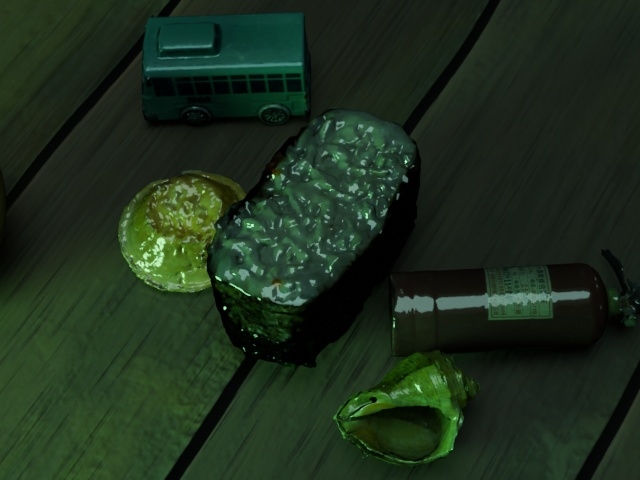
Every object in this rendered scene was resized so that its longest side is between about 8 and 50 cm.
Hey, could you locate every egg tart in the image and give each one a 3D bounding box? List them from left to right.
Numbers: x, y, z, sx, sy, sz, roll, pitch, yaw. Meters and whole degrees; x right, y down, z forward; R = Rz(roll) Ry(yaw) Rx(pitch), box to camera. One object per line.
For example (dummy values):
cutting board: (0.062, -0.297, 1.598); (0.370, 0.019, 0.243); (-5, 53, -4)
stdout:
egg tart: (-0.117, -0.014, 1.095); (0.128, 0.049, 0.129); (-1, 61, 3)

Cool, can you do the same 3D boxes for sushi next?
sushi: (0.000, 0.000, 1.034); (0.124, 0.127, 0.225); (24, 56, 17)

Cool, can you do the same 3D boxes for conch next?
conch: (0.074, 0.136, 0.980); (0.121, 0.074, 0.089); (-16, 49, -11)

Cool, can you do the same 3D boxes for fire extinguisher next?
fire extinguisher: (0.171, 0.046, 1.034); (0.231, 0.071, 0.099); (-4, 42, -1)

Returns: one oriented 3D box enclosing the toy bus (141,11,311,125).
toy bus: (-0.090, -0.163, 1.155); (0.160, 0.092, 0.079); (-1, 58, 2)

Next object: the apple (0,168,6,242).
apple: (-0.358, -0.026, 1.038); (0.188, 0.188, 0.174); (9, 50, 8)
